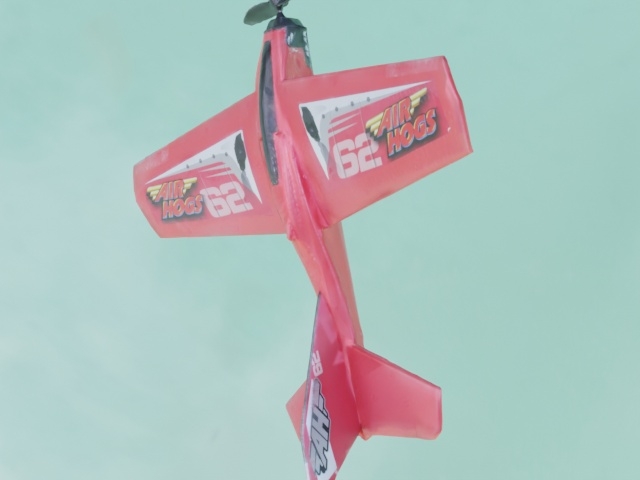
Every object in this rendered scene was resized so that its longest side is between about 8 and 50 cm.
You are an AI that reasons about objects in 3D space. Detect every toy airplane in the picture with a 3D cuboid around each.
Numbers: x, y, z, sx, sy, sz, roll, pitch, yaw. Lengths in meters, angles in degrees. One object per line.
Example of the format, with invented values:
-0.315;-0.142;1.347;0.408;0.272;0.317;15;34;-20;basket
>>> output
0.000;0.000;0.435;0.028;0.151;0.151;-4;69;-39;toy airplane
